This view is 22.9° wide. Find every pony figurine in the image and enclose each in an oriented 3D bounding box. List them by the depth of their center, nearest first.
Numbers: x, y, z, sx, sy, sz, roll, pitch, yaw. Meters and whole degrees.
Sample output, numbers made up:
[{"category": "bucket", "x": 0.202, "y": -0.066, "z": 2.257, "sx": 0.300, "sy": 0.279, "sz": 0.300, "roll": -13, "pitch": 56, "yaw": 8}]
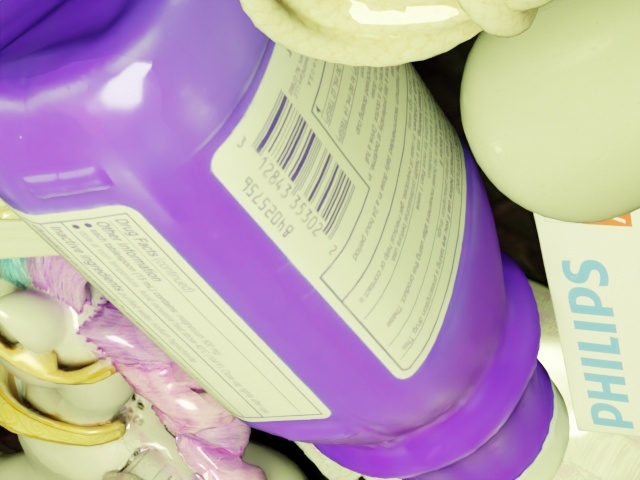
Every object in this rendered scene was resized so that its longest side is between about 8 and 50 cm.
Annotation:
[{"category": "pony figurine", "x": -0.049, "y": 0.122, "z": 0.721, "sx": 0.351, "sy": 0.303, "sz": 0.363, "roll": 35, "pitch": 157, "yaw": 5}]

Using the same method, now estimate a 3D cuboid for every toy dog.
[{"category": "toy dog", "x": 0.146, "y": -0.140, "z": 0.368, "sx": 0.334, "sy": 0.161, "sz": 0.220, "roll": -20, "pitch": 148, "yaw": 31}]

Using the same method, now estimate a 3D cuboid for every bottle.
[{"category": "bottle", "x": 0.000, "y": 0.000, "z": 0.487, "sx": 0.092, "sy": 0.118, "sz": 0.283, "roll": -7, "pitch": 145, "yaw": 27}]

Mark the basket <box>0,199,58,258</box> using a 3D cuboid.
[{"category": "basket", "x": -0.076, "y": -0.068, "z": 0.557, "sx": 0.167, "sy": 0.113, "sz": 0.103, "roll": -4, "pitch": 146, "yaw": -27}]

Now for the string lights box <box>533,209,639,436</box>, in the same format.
[{"category": "string lights box", "x": 0.209, "y": 0.007, "z": 0.516, "sx": 0.260, "sy": 0.076, "sz": 0.133, "roll": 3, "pitch": 134, "yaw": 24}]
